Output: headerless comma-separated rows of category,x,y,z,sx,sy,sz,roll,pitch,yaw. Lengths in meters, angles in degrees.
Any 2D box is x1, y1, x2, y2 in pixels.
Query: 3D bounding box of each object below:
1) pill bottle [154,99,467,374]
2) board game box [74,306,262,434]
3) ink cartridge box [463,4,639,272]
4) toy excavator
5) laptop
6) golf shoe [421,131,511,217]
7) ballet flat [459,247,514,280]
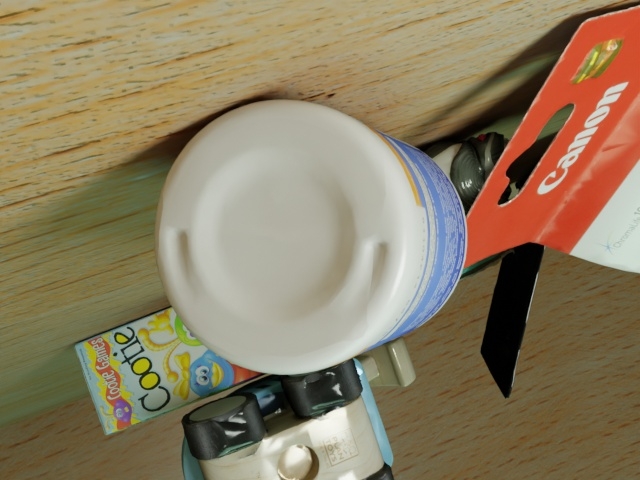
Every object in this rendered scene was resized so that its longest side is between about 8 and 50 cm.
pill bottle,0.015,-0.001,0.617,0.152,0.152,0.272,-23,173,16
board game box,-0.199,0.171,1.389,0.275,0.142,0.144,-21,173,4
ink cartridge box,0.308,-0.073,0.763,0.385,0.091,0.308,-18,151,-28
toy excavator,-0.011,0.263,1.414,0.432,0.222,0.445,-21,-174,-13
laptop,0.380,0.000,1.251,0.407,0.236,0.382,-22,180,5
golf shoe,0.124,-0.047,0.925,0.120,0.105,0.273,-5,170,7
ballet flat,0.080,0.041,1.297,0.408,0.147,0.147,-22,173,6
